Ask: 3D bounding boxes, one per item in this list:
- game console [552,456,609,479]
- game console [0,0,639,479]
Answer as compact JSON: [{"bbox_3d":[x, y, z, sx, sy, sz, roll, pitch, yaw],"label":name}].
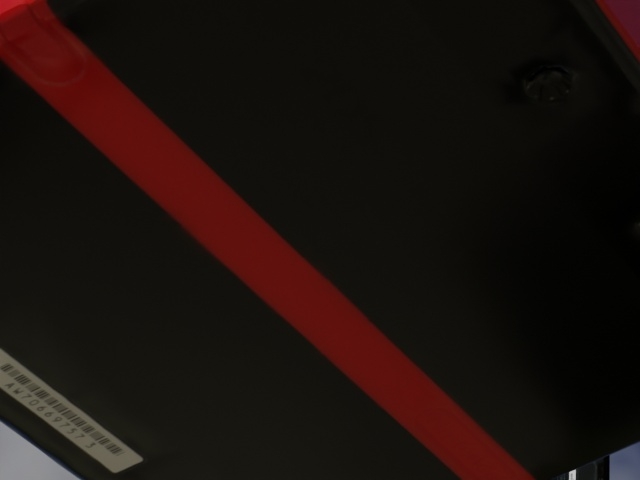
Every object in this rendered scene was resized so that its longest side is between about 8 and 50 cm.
[{"bbox_3d":[0.147,0.240,1.199,0.213,0.361,0.044,-11,-25,34],"label":"game console"},{"bbox_3d":[0.000,0.000,0.804,0.342,0.060,0.386,-26,-46,22],"label":"game console"}]
